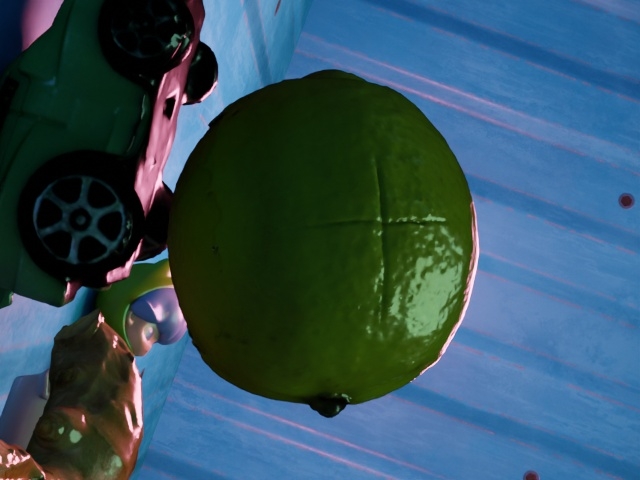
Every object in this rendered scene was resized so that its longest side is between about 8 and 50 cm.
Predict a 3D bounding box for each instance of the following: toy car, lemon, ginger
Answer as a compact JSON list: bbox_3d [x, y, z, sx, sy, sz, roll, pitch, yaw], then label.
[{"bbox_3d":[-0.210,-0.080,0.747,0.213,0.176,0.359,-107,-148,-87],"label":"toy car"},{"bbox_3d":[-0.001,0.000,0.768,0.297,0.297,0.297,-160,-90,-90],"label":"lemon"},{"bbox_3d":[-0.230,0.264,0.752,0.348,0.122,0.363,-54,139,-65],"label":"ginger"}]

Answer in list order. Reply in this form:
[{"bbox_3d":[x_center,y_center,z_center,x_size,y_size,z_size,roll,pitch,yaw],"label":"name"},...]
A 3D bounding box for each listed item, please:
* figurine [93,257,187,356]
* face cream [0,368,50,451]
[{"bbox_3d":[-0.311,0.141,1.333,0.263,0.143,0.162,-51,165,-29],"label":"figurine"},{"bbox_3d":[-0.357,0.306,0.948,0.145,0.145,0.370,111,0,-88],"label":"face cream"}]
